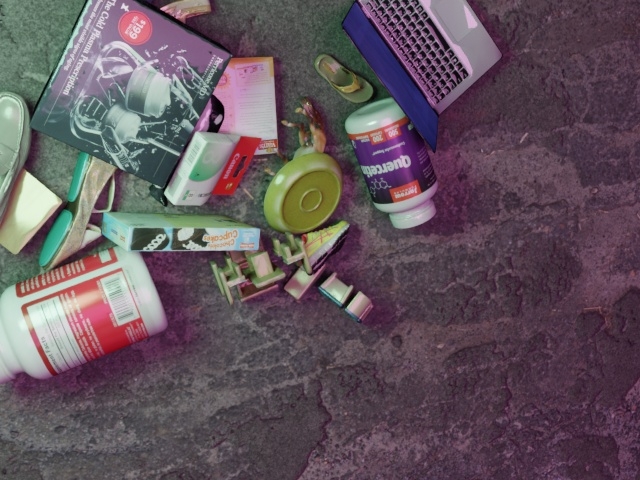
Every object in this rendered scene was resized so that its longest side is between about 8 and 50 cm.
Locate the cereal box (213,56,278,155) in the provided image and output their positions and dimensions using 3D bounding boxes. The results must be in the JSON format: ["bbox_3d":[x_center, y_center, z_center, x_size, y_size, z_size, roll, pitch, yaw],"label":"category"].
[{"bbox_3d":[-0.197,-0.329,1.785,0.172,0.047,0.240,-7,106,-20],"label":"cereal box"}]

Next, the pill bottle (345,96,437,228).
[{"bbox_3d":[0.197,-0.201,1.895,0.181,0.181,0.323,-28,110,-13],"label":"pill bottle"}]

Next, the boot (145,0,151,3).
[{"bbox_3d":[-0.396,-0.602,1.642,0.190,0.069,0.086,-45,121,2],"label":"boot"}]

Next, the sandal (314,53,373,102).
[{"bbox_3d":[0.063,-0.417,1.865,0.180,0.049,0.072,34,89,-24],"label":"sandal"}]

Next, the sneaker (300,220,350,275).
[{"bbox_3d":[0.000,0.000,1.909,0.208,0.094,0.082,-41,156,-39],"label":"sneaker"}]

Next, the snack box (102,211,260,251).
[{"bbox_3d":[-0.327,-0.021,1.697,0.321,0.187,0.060,0,102,-33],"label":"snack box"}]

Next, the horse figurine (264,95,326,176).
[{"bbox_3d":[-0.053,-0.230,1.841,0.174,0.066,0.263,32,80,-48],"label":"horse figurine"}]

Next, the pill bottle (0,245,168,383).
[{"bbox_3d":[-0.579,0.175,1.656,0.407,0.229,0.229,-22,109,-15],"label":"pill bottle"}]

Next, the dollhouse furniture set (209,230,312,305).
[{"bbox_3d":[-0.151,0.087,1.793,0.212,0.242,0.161,-22,109,-15],"label":"dollhouse furniture set"}]

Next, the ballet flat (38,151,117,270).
[{"bbox_3d":[-0.550,-0.064,1.685,0.106,0.107,0.316,21,95,-37],"label":"ballet flat"}]

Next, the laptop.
[{"bbox_3d":[0.273,-0.497,1.811,0.408,0.236,0.382,-42,108,-7],"label":"laptop"}]

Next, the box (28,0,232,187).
[{"bbox_3d":[-0.418,-0.349,1.594,0.312,0.179,0.343,24,103,-25],"label":"box"}]

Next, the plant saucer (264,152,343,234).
[{"bbox_3d":[-0.032,-0.110,1.852,0.240,0.037,0.241,-21,133,-25],"label":"plant saucer"}]

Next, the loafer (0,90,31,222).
[{"bbox_3d":[-0.699,-0.165,1.545,0.111,0.111,0.320,12,90,-9],"label":"loafer"}]

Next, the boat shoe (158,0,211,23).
[{"bbox_3d":[-0.331,-0.525,1.680,0.170,0.063,0.059,-29,105,-13],"label":"boat shoe"}]

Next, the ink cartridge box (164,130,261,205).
[{"bbox_3d":[-0.241,-0.167,1.716,0.224,0.056,0.181,-1,130,-50],"label":"ink cartridge box"}]

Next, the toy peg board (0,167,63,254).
[{"bbox_3d":[-0.697,-0.081,1.646,0.160,0.079,0.161,41,85,-8],"label":"toy peg board"}]

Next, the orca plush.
[{"bbox_3d":[-0.295,-0.203,1.722,0.102,0.151,0.287,28,93,-24],"label":"orca plush"}]

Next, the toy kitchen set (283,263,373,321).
[{"bbox_3d":[0.026,0.156,1.979,0.207,0.166,0.122,38,86,13],"label":"toy kitchen set"}]
